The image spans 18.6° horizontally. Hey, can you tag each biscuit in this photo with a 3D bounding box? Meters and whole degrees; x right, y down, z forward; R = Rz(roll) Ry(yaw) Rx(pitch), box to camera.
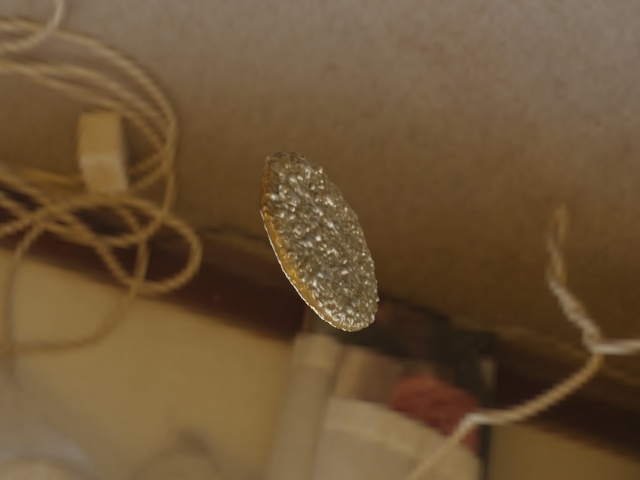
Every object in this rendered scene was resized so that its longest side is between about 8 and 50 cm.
[{"bbox_3d":[0.000,0.000,1.177,0.015,0.120,0.120,-26,135,24],"label":"biscuit"}]
